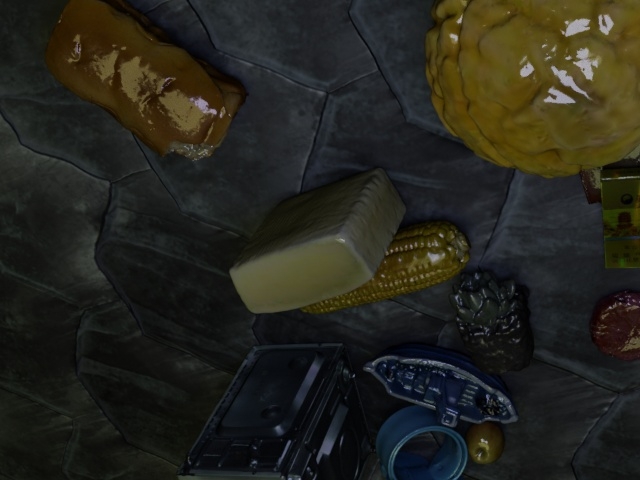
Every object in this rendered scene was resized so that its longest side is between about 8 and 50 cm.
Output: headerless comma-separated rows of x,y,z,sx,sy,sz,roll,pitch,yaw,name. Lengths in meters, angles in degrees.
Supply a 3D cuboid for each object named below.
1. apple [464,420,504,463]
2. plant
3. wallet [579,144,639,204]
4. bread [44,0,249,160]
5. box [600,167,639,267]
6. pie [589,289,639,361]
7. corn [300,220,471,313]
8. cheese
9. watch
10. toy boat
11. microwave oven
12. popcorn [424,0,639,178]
0.331,0.408,1.745,0.084,0.071,0.084,8,119,14,apple
0.314,0.141,1.563,0.132,0.129,0.194,-11,118,22,plant
0.536,-0.141,1.378,0.255,0.031,0.137,-13,118,27,wallet
-0.305,-0.278,1.515,0.344,0.149,0.195,35,125,-3,bread
0.527,-0.035,1.424,0.121,0.030,0.193,-2,130,20,box
0.555,0.155,1.540,0.154,0.038,0.153,7,121,12,pie
0.107,0.054,1.587,0.363,0.120,0.120,-21,110,29,corn
0.000,0.000,1.503,0.243,0.265,0.124,-22,110,29,cheese
0.213,0.436,1.755,0.211,0.211,0.193,8,111,14,watch
0.232,0.285,1.666,0.309,0.142,0.129,18,125,7,toy boat
-0.055,0.435,1.699,0.247,0.394,0.333,-3,119,21,microwave oven
0.318,-0.262,1.196,0.344,0.354,0.390,29,125,-22,popcorn
